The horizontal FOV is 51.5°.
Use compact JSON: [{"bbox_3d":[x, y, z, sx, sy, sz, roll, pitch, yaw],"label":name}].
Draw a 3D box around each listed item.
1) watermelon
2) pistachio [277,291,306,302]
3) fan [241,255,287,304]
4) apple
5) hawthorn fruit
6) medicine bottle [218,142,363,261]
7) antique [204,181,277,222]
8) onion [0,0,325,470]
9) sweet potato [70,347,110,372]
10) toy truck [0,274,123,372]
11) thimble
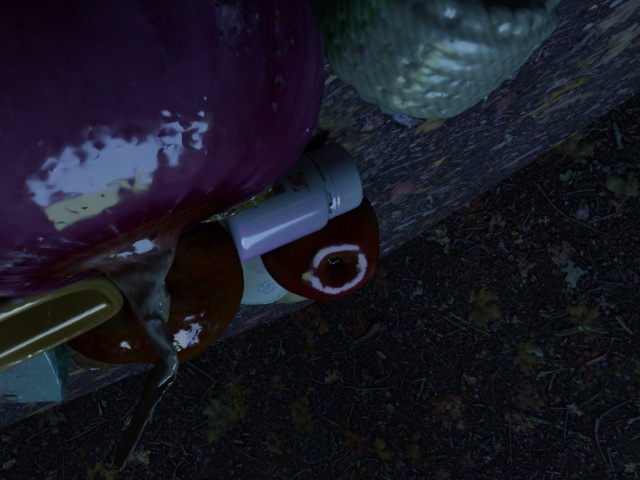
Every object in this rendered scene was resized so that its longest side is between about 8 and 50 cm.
[{"bbox_3d":[-0.534,0.165,1.036,0.258,0.229,0.387,-7,169,-39],"label":"watermelon"},{"bbox_3d":[-0.029,0.023,1.643,0.213,0.194,0.318,11,129,-48],"label":"pistachio"},{"bbox_3d":[-0.127,0.031,1.526,0.335,0.229,0.011,-45,-151,16],"label":"fan"},{"bbox_3d":[0.000,0.000,1.393,0.260,0.216,0.261,-14,130,-17],"label":"apple"},{"bbox_3d":[-0.257,0.059,0.996,0.287,0.287,0.330,-26,169,-6],"label":"hawthorn fruit"},{"bbox_3d":[-0.063,-0.073,1.174,0.254,0.152,0.152,-24,169,-21],"label":"medicine bottle"},{"bbox_3d":[-0.131,-0.110,0.828,0.151,0.148,0.147,-19,166,-26],"label":"antique"},{"bbox_3d":[-0.158,-0.082,0.484,0.358,0.345,0.358,-27,-156,13],"label":"onion"},{"bbox_3d":[-0.603,0.277,1.698,0.109,0.109,0.385,-26,164,-5],"label":"sweet potato"},{"bbox_3d":[-0.341,0.015,0.703,0.204,0.212,0.288,-26,173,-13],"label":"toy truck"},{"bbox_3d":[0.109,-0.229,0.635,0.218,0.219,0.150,-20,166,-34],"label":"thimble"}]
